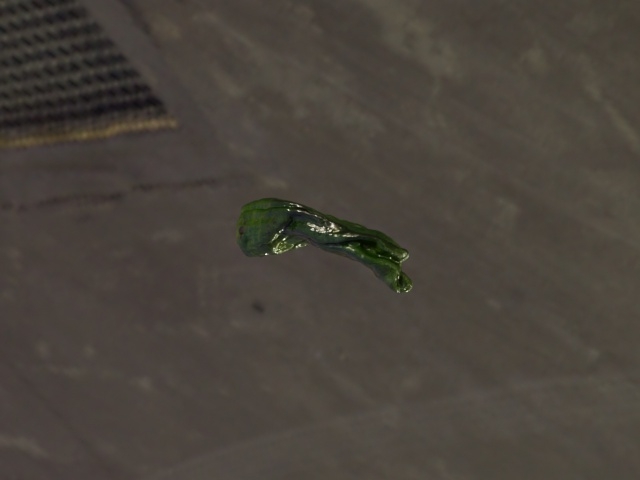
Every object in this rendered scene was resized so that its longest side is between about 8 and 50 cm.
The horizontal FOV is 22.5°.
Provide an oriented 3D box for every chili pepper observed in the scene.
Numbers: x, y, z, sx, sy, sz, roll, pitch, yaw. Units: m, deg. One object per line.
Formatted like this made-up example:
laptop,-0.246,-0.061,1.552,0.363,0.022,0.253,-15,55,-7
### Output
chili pepper,0.001,-0.001,0.699,0.091,0.030,0.034,14,116,29
